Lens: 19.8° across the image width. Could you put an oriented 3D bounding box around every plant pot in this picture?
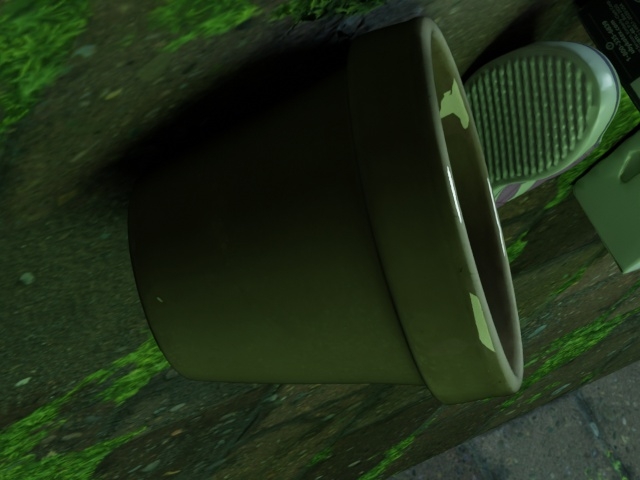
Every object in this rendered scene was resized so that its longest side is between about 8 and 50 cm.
[{"bbox_3d":[0.000,0.000,1.255,0.229,0.263,0.263,-14,168,12],"label":"plant pot"}]

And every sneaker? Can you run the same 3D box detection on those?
[{"bbox_3d":[0.187,-0.106,1.486,0.161,0.102,0.282,-25,175,-28],"label":"sneaker"}]

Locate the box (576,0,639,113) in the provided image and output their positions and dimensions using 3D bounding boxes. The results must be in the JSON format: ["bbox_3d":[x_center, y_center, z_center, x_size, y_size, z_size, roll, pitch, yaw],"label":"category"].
[{"bbox_3d":[0.333,-0.136,1.494,0.143,0.165,0.270,-34,164,15],"label":"box"}]

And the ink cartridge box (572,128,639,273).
[{"bbox_3d":[0.432,-0.082,1.949,0.273,0.114,0.197,-15,160,-41],"label":"ink cartridge box"}]
